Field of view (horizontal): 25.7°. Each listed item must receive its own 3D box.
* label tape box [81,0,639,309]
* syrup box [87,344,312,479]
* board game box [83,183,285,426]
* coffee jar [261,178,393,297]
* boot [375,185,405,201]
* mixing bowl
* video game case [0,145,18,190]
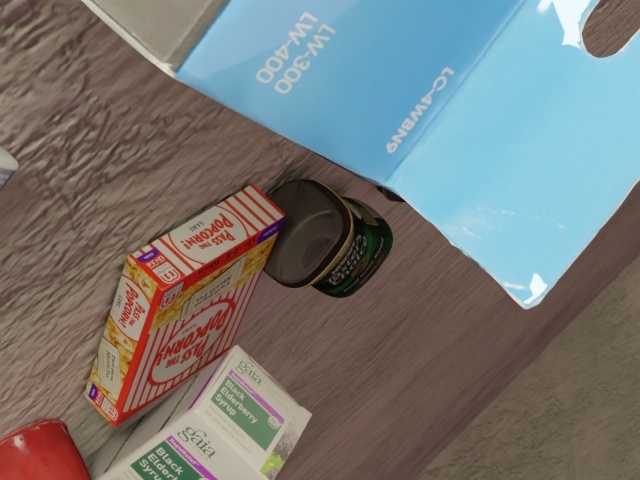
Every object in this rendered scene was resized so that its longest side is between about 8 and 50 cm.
[{"bbox_3d":[0.004,-0.180,0.453,0.249,0.348,0.115,-52,162,12],"label":"label tape box"},{"bbox_3d":[-0.124,0.199,1.260,0.237,0.093,0.096,-38,-168,41],"label":"syrup box"},{"bbox_3d":[-0.118,0.056,1.193,0.147,0.045,0.193,-33,158,-40],"label":"board game box"},{"bbox_3d":[0.000,0.000,1.298,0.096,0.079,0.184,-50,162,8],"label":"coffee jar"},{"bbox_3d":[0.149,-0.036,1.357,0.076,0.208,0.189,-41,161,-20],"label":"boot"},{"bbox_3d":[-0.255,0.252,1.202,0.181,0.098,0.181,-43,163,-16],"label":"mixing bowl"},{"bbox_3d":[-0.273,0.012,0.759,0.183,0.023,0.201,-51,163,10],"label":"video game case"}]
